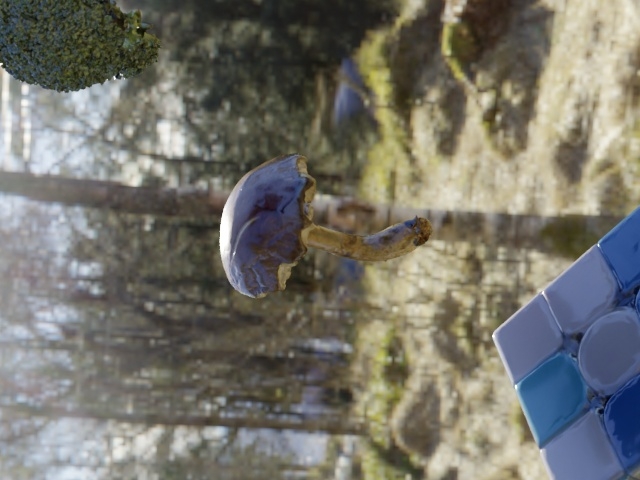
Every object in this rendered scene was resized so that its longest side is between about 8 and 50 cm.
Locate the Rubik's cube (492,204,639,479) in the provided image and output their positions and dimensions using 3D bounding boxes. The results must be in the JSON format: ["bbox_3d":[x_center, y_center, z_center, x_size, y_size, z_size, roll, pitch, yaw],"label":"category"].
[{"bbox_3d":[0.516,0.207,1.697,0.347,0.344,0.346,-47,40,26],"label":"Rubik's cube"}]

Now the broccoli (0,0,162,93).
[{"bbox_3d":[-0.361,-0.383,1.587,0.221,0.252,0.361,-31,76,47],"label":"broccoli"}]

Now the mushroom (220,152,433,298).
[{"bbox_3d":[-0.015,0.012,1.819,0.233,0.302,0.208,-57,1,32],"label":"mushroom"}]
